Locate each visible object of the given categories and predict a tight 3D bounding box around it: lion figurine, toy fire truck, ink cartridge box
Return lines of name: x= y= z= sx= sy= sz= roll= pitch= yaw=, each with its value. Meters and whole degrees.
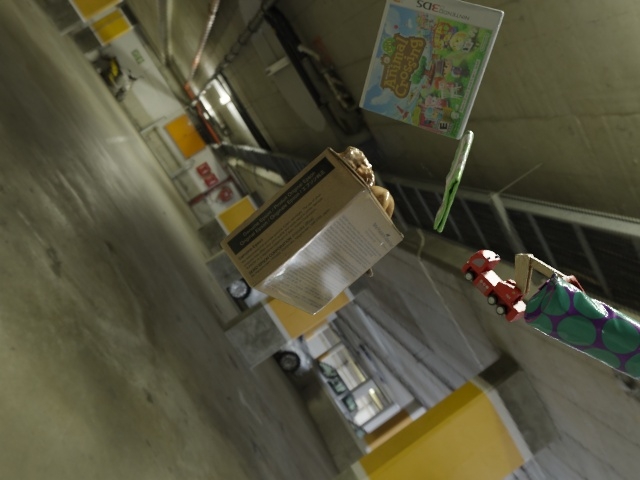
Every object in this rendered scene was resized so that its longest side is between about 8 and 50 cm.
lion figurine: x=0.083 y=-0.075 z=1.275 sx=0.142 sy=0.240 sz=0.392 roll=33 pitch=3 yaw=-29
toy fire truck: x=0.359 y=0.072 z=1.038 sx=0.047 sy=0.135 sz=0.192 roll=-5 pitch=47 yaw=-44
ink cartridge box: x=0.000 y=0.000 z=0.817 sx=0.088 sy=0.193 sz=0.235 roll=50 pitch=4 yaw=25

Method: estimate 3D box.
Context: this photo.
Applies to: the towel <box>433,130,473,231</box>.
towel: x=0.216 y=-0.099 z=0.942 sx=0.023 sy=0.152 sz=0.113 roll=18 pitch=-47 yaw=11

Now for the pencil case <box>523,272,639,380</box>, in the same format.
pencil case: x=0.307 y=0.095 z=0.629 sx=0.152 sy=0.070 sz=0.064 roll=28 pitch=-33 yaw=10

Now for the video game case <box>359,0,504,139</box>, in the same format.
video game case: x=0.181 y=-0.302 z=0.978 sx=0.193 sy=0.212 sz=0.023 roll=23 pitch=26 yaw=18
